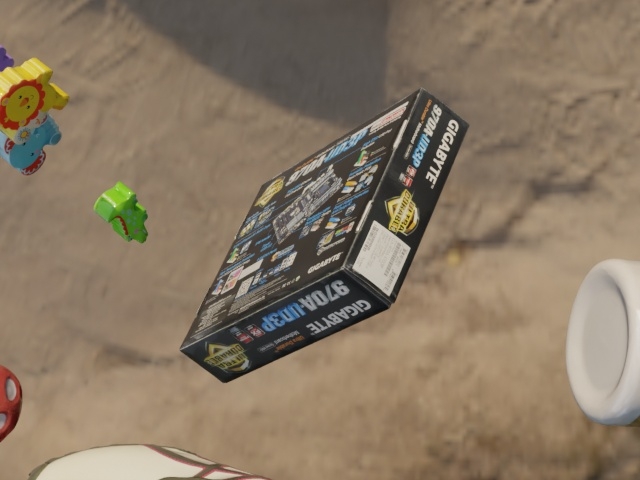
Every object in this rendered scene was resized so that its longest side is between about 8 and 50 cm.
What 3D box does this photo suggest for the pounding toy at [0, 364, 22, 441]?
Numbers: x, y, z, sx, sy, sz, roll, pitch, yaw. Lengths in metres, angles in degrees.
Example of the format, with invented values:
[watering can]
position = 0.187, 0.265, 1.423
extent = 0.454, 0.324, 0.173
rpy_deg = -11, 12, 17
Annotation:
[pounding toy]
position = -0.246, 0.120, 1.094
extent = 0.110, 0.237, 0.183
rpy_deg = 16, 96, 8

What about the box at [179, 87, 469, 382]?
[box]
position = 0.000, 0.000, 1.428
extent = 0.051, 0.175, 0.220
rpy_deg = 38, 143, -19

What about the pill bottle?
[pill bottle]
position = 0.322, 0.088, 1.522
extent = 0.229, 0.131, 0.131
rpy_deg = 5, 125, -17

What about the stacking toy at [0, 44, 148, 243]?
[stacking toy]
position = -0.217, -0.087, 1.323
extent = 0.052, 0.167, 0.221
rpy_deg = -46, 149, -11

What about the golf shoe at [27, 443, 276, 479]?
[golf shoe]
position = -0.071, 0.189, 1.312
extent = 0.273, 0.105, 0.120
rpy_deg = 11, 159, -3
